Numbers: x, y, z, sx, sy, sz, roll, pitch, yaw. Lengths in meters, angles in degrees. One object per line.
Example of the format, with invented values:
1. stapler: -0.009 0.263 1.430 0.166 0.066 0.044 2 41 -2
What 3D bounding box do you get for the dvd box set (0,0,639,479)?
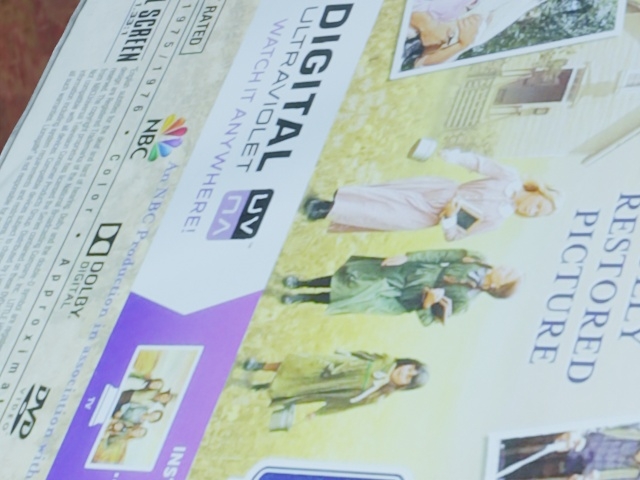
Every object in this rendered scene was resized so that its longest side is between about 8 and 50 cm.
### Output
1. dvd box set: 0.072 0.046 0.420 0.420 0.062 0.308 -2 53 32
